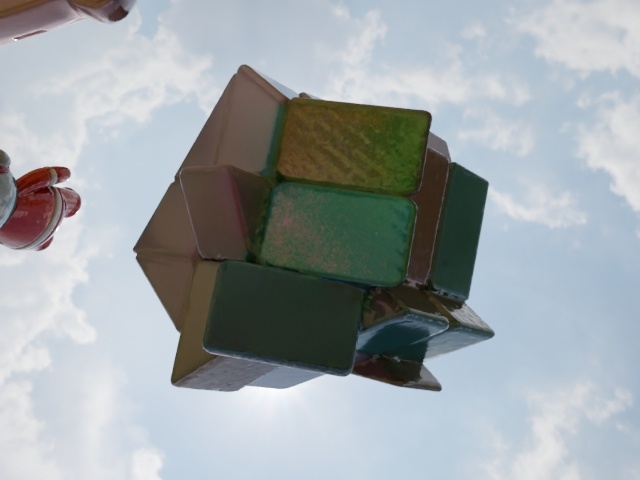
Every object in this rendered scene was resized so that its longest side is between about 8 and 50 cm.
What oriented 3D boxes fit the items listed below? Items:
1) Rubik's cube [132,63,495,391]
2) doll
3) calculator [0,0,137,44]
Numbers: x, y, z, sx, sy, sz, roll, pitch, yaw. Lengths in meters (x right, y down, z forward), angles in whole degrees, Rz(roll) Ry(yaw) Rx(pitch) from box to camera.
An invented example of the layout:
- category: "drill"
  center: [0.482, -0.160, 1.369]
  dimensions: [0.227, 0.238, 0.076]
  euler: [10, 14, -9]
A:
- category: "Rubik's cube"
  center: [0.000, 0.000, 0.786]
  dimensions: [0.387, 0.358, 0.368]
  euler: [-56, -132, 16]
- category: "doll"
  center: [-0.478, -0.049, 0.977]
  dimensions: [0.105, 0.336, 0.200]
  euler: [42, -87, 10]
- category: "calculator"
  center: [-0.221, -0.274, 0.533]
  dimensions: [0.220, 0.048, 0.330]
  euler: [-12, -117, 13]
